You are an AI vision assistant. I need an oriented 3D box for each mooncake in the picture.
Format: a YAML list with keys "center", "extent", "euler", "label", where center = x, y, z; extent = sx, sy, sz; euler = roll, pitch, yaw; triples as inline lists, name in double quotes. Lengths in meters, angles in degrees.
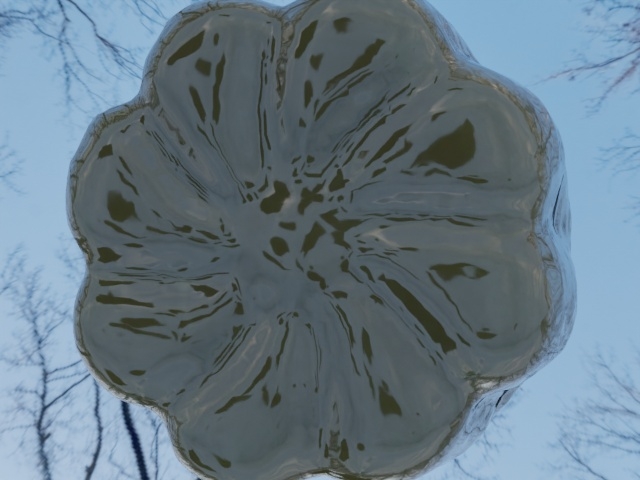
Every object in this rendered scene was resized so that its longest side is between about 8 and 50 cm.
- center: [0.000, 0.000, 0.737]
  extent: [0.378, 0.201, 0.379]
  euler: [-1, -92, 14]
  label: "mooncake"
